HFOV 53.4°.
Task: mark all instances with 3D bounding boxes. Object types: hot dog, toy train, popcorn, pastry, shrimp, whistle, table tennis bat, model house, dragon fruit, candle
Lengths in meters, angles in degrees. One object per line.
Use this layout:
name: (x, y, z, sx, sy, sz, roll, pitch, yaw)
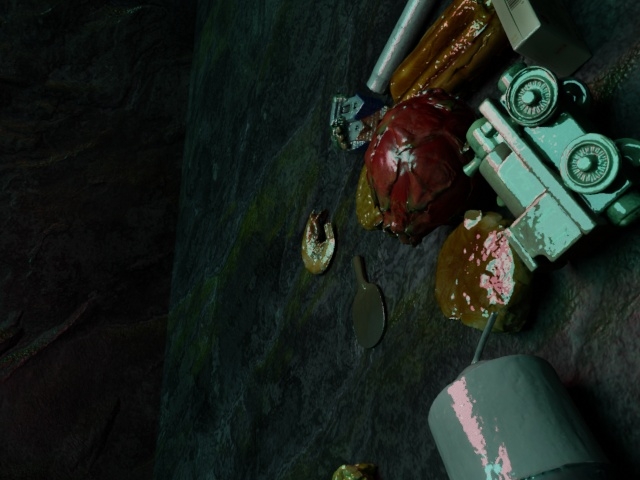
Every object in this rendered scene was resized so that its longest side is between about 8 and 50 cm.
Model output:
hot dog: (0.262, -0.357, 1.282, 0.349, 0.117, 0.158, -46, 39, 50)
toy train: (0.339, -0.115, 0.960, 0.221, 0.150, 0.304, -51, 57, 37)
popcorn: (0.074, 0.526, 1.361, 0.096, 0.089, 0.109, 22, 113, 27)
pastry: (0.283, 0.064, 1.104, 0.229, 0.100, 0.219, -45, 45, 47)
shrimp: (0.002, 0.000, 1.736, 0.132, 0.051, 0.188, -6, 80, 42)
whistle: (0.202, -0.491, 1.503, 0.312, 0.062, 0.062, -62, 32, 31)
table tennis bat: (0.108, 0.140, 1.504, 0.131, 0.022, 0.235, -48, 43, 47)
model house: (0.110, -0.295, 1.564, 0.148, 0.119, 0.148, -3, 78, 54)
dragon fruit: (0.201, -0.132, 1.189, 0.244, 0.244, 0.299, 33, 115, 61)
candle: (0.281, 0.300, 0.904, 0.221, 0.221, 0.343, -61, 29, 32)
pastry: (0.148, -0.108, 1.396, 0.188, 0.103, 0.189, -172, 90, -74)

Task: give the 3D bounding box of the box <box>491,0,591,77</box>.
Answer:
box: (0.361, -0.381, 1.073, 0.058, 0.141, 0.201, -44, 45, 41)
